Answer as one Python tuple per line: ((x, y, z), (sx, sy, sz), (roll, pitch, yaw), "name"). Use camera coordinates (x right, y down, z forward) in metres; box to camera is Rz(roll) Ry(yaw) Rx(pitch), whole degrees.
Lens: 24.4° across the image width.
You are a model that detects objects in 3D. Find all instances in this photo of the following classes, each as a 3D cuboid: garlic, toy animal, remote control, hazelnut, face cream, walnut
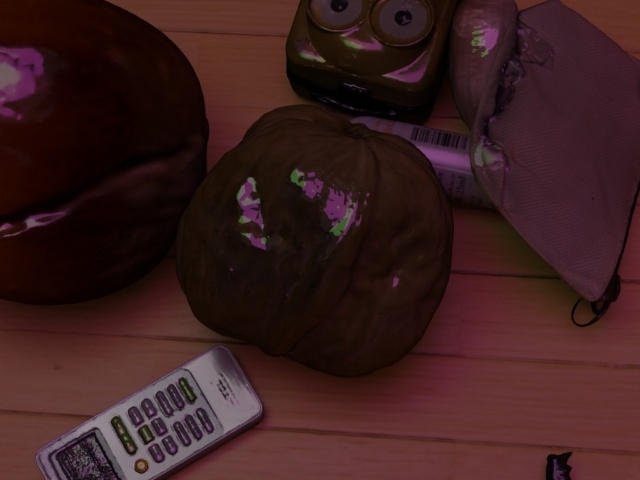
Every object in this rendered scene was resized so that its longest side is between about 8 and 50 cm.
((0.195, -0.204, 1.713), (0.087, 0.101, 0.196), (-1, 100, 16), "garlic")
((0.239, 0.287, 1.597), (0.065, 0.047, 0.136), (30, 72, 8), "toy animal")
((-0.189, 0.217, 1.651), (0.250, 0.034, 0.103), (-29, 71, -7), "remote control")
((-0.301, -0.109, 1.634), (0.372, 0.372, 0.315), (-15, 27, -3), "hazelnut")
((0.110, -0.095, 1.727), (0.269, 0.082, 0.082), (12, 71, 6), "face cream")
((-0.002, -0.001, 1.600), (0.253, 0.282, 0.277), (35, 101, 55), "walnut")

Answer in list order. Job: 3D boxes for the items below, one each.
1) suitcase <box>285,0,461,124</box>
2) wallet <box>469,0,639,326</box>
((0.069, -0.267, 1.761), (0.194, 0.143, 0.235), (15, 71, 8), "suitcase")
((0.282, -0.106, 1.663), (0.275, 0.068, 0.335), (39, 60, -28), "wallet")
